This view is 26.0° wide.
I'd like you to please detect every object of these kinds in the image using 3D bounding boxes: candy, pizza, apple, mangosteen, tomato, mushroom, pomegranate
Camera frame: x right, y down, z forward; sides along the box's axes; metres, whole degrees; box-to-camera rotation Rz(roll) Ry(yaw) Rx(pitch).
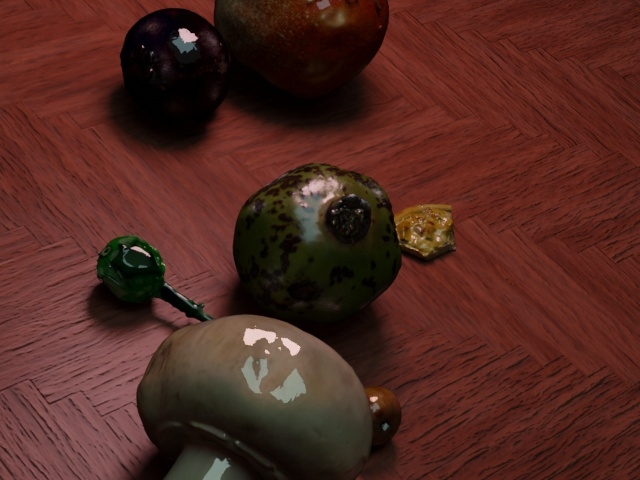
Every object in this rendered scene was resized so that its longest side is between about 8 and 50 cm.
[{"bbox_3d":[-0.176,0.102,1.978,0.323,0.097,0.097,33,42,1],"label":"candy"},{"bbox_3d":[0.172,-0.019,2.255,0.160,0.035,0.099,-20,55,-36],"label":"pizza"},{"bbox_3d":[0.071,0.241,1.912,0.084,0.084,0.071,-20,30,-36],"label":"apple"},{"bbox_3d":[-0.225,-0.285,2.291,0.194,0.194,0.230,40,20,21],"label":"mangosteen"},{"bbox_3d":[-0.039,-0.384,2.393,0.303,0.239,0.303,23,25,-12],"label":"tomato"},{"bbox_3d":[-0.105,0.266,1.707,0.314,0.314,0.336,27,68,8],"label":"mushroom"},{"bbox_3d":[0.000,0.000,2.009,0.254,0.270,0.254,5,74,-16],"label":"pomegranate"}]
